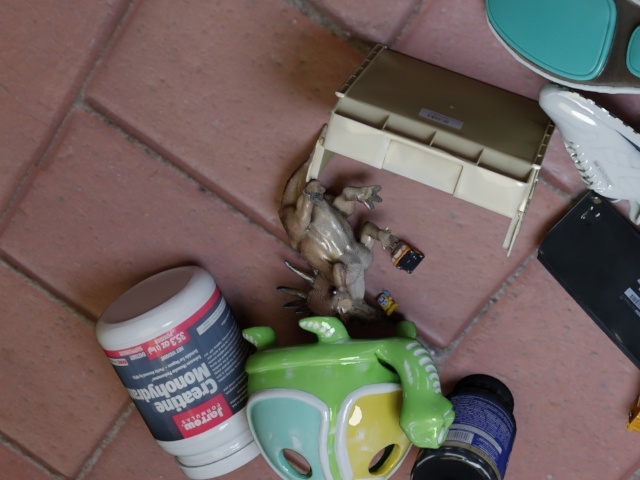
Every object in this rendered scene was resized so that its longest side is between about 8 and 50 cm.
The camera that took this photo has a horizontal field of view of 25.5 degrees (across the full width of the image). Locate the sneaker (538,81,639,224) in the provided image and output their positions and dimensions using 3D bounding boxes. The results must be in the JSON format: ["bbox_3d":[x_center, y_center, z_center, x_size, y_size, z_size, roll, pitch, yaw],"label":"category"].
[{"bbox_3d":[0.348,-0.108,1.744,0.235,0.090,0.095,34,104,-22],"label":"sneaker"}]

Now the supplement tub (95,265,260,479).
[{"bbox_3d":[-0.191,0.193,2.078,0.191,0.191,0.272,-18,110,26],"label":"supplement tub"}]

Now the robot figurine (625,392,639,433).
[{"bbox_3d":[0.539,0.171,1.884,0.211,0.085,0.291,28,123,2],"label":"robot figurine"}]

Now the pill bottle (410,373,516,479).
[{"bbox_3d":[0.207,0.283,1.976,0.122,0.219,0.123,8,120,15],"label":"pill bottle"}]

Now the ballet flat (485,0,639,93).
[{"bbox_3d":[0.375,-0.230,1.676,0.400,0.139,0.139,24,127,40],"label":"ballet flat"}]

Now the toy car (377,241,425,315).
[{"bbox_3d":[0.098,0.049,1.986,0.040,0.060,0.122,46,120,29],"label":"toy car"}]

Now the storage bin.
[{"bbox_3d":[0.147,-0.116,1.761,0.262,0.260,0.123,21,118,7],"label":"storage bin"}]

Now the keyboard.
[{"bbox_3d":[0.444,0.057,1.816,0.201,0.033,0.317,-46,72,17],"label":"keyboard"}]

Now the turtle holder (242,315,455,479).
[{"bbox_3d":[0.049,0.225,1.944,0.320,0.243,0.228,-6,80,19],"label":"turtle holder"}]

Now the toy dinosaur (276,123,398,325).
[{"bbox_3d":[0.000,0.000,1.962,0.200,0.127,0.296,-13,99,62],"label":"toy dinosaur"}]
